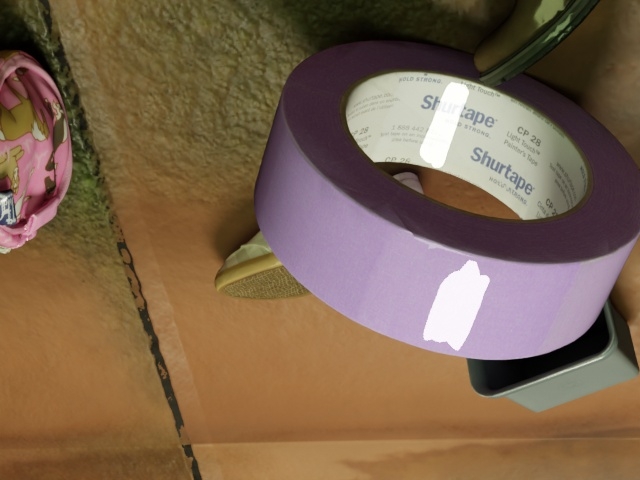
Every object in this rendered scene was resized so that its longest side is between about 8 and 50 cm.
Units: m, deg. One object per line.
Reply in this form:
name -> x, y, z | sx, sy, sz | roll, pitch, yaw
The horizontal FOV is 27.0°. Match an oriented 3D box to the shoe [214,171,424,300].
shoe -> 0.000, 0.000, 1.165 | 0.219, 0.058, 0.076 | -20, 147, 29

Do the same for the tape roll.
tape roll -> 0.094, -0.038, 0.977 | 0.275, 0.275, 0.090 | 19, 124, 1

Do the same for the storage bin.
storage bin -> 0.205, 0.091, 1.158 | 0.135, 0.098, 0.091 | -24, 142, 26

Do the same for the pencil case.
pencil case -> -0.417, -0.078, 1.146 | 0.386, 0.167, 0.160 | 2, 159, 12

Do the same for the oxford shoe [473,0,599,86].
oxford shoe -> 0.175, -0.211, 0.971 | 0.096, 0.083, 0.227 | 38, 118, 1
